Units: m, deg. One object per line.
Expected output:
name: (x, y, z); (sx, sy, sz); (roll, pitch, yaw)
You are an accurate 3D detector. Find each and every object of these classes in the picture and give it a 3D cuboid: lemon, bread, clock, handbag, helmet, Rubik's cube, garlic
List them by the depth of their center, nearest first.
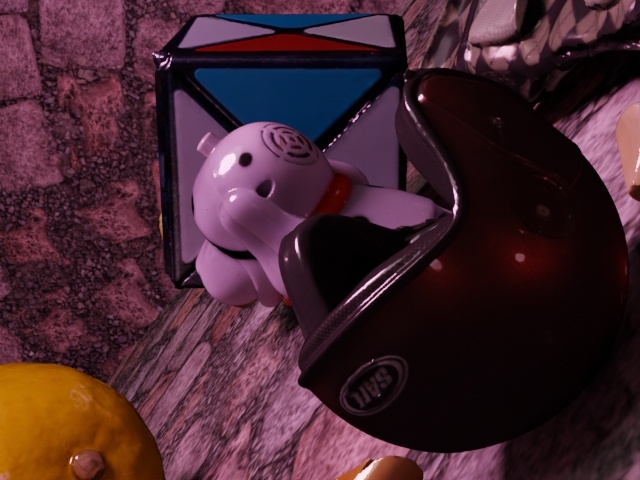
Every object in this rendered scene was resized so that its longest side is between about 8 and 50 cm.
helmet: (0.076, 0.020, 0.684); (0.216, 0.193, 0.189); (-44, -4, -44)
garlic: (0.215, -0.064, 0.784); (0.053, 0.041, 0.083); (-53, 15, 38)
bread: (0.024, 0.184, 0.805); (0.103, 0.049, 0.062); (-54, 17, -6)
clock: (0.001, 0.003, 0.971); (0.189, 0.254, 0.189); (-57, 7, 11)
handbag: (0.246, -0.256, 0.983); (0.317, 0.180, 0.416); (-65, 17, -16)
Rubik's cube: (-0.032, -0.100, 1.257); (0.248, 0.250, 0.246); (-88, -2, -71)
lemon: (-0.344, 0.303, 1.397); (0.348, 0.348, 0.348); (-52, 9, 12)

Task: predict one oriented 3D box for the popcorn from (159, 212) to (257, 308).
popcorn: (-0.081, -0.061, 1.548); (0.247, 0.282, 0.282); (-7, -27, -39)
